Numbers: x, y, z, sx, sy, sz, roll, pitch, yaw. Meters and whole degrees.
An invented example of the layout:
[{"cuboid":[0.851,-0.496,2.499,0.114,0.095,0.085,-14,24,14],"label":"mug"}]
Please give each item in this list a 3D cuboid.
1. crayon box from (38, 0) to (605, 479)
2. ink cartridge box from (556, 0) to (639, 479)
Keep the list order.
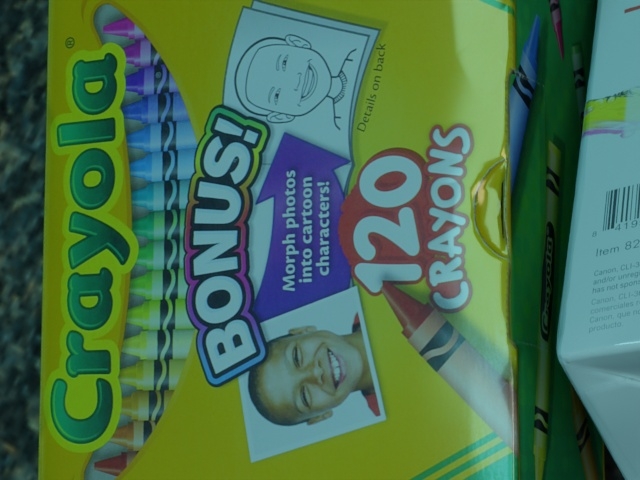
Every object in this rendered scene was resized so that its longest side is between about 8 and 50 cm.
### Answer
[{"cuboid":[0.000,0.000,0.562,0.165,0.081,0.278,-4,82,28],"label":"crayon box"},{"cuboid":[0.140,-0.031,0.507,0.115,0.067,0.198,-12,43,27],"label":"ink cartridge box"}]
